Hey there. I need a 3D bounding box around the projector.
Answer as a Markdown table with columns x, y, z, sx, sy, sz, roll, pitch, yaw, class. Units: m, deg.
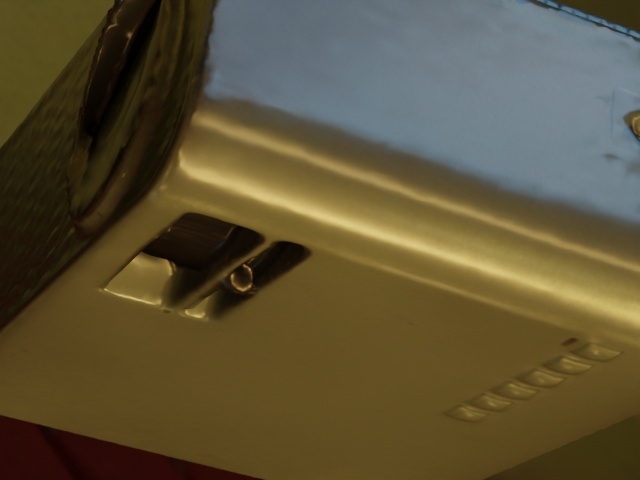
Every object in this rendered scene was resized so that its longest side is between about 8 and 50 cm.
| x | y | z | sx | sy | sz | roll | pitch | yaw | class |
| --- | --- | --- | --- | --- | --- | --- | --- | --- | --- |
| 0.000 | 0.000 | 0.626 | 0.198 | 0.108 | 0.250 | 16 | 155 | -21 | projector |
